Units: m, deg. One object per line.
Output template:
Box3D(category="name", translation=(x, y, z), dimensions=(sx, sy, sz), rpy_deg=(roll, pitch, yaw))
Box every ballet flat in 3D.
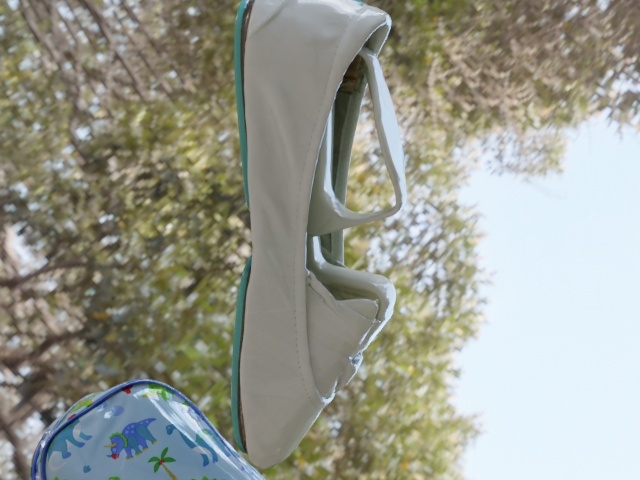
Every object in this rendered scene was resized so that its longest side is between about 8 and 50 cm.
Box3D(category="ballet flat", translation=(0.000, 0.000, 0.980), dimensions=(0.139, 0.139, 0.400), rpy_deg=(8, -75, 26))

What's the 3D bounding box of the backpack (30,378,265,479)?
Box3D(category="backpack", translation=(-0.172, 0.328, 1.406), dimensions=(0.355, 0.290, 0.273), rpy_deg=(46, -17, 39))
